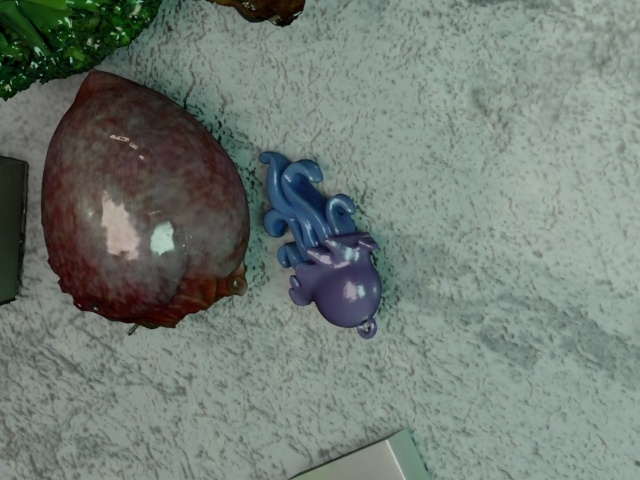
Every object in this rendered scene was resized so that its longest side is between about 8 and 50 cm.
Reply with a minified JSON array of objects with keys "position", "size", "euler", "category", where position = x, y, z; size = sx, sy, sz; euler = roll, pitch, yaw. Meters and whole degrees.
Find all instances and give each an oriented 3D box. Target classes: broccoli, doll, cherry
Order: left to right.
[{"position":[-0.284,-0.251,1.626],"size":[0.297,0.297,0.297],"euler":[10,124,15],"category":"broccoli"},{"position":[-0.170,-0.039,1.674],"size":[0.192,0.175,0.249],"euler":[-17,90,40],"category":"cherry"},{"position":[0.000,0.000,1.658],"size":[0.110,0.067,0.206],"euler":[-43,69,40],"category":"doll"}]

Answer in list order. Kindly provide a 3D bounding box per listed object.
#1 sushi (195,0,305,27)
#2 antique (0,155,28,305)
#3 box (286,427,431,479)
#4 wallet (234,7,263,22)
[{"position":[-0.137,-0.297,1.503],"size":[0.167,0.179,0.296],"euler":[-18,114,41],"category":"sushi"},{"position":[-0.389,-0.010,1.801],"size":[0.147,0.148,0.152],"euler":[10,102,22],"category":"antique"},{"position":[0.046,0.258,1.688],"size":[0.130,0.051,0.129],"euler":[-26,88,28],"category":"box"},{"position":[-0.025,-0.302,1.580],"size":[0.149,0.044,0.250],"euler":[47,132,-9],"category":"wallet"}]
